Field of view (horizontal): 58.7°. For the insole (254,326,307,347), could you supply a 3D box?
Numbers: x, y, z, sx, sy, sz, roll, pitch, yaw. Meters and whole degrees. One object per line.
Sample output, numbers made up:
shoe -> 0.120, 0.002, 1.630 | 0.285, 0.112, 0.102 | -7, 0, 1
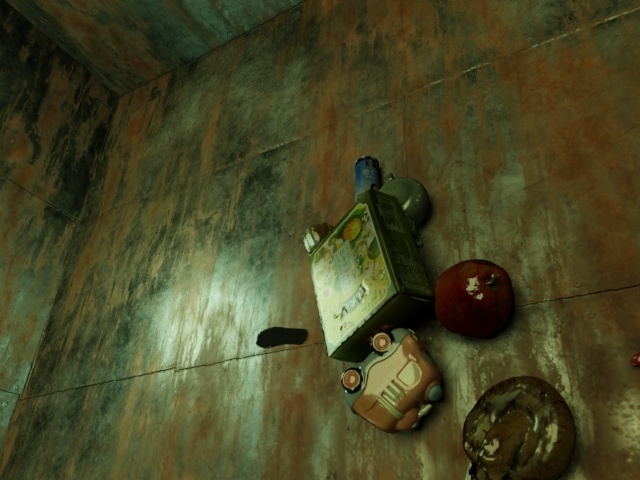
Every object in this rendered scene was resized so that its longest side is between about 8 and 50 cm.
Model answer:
insole -> -0.140, 0.341, 2.017 | 0.232, 0.003, 0.080 | -9, 57, 31

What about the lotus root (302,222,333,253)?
lotus root -> 0.003, 0.000, 2.069 | 0.122, 0.112, 0.081 | -57, 47, 36

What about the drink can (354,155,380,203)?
drink can -> 0.172, -0.193, 2.084 | 0.097, 0.097, 0.235 | -18, 51, 26

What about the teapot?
teapot -> 0.279, -0.119, 1.936 | 0.193, 0.129, 0.294 | -29, 46, 18

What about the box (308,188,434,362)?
box -> 0.136, 0.110, 1.781 | 0.373, 0.138, 0.420 | -48, 39, 36

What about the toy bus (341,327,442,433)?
toy bus -> 0.213, 0.402, 1.592 | 0.288, 0.194, 0.232 | -48, 53, -1

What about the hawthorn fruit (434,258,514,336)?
hawthorn fruit -> 0.426, 0.145, 1.554 | 0.224, 0.261, 0.224 | 0, 68, 0

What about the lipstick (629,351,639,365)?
lipstick -> 0.818, 0.245, 1.344 | 0.186, 0.057, 0.063 | -37, 46, 17

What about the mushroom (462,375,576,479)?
mushroom -> 0.461, 0.473, 1.350 | 0.283, 0.195, 0.263 | -41, 35, -17

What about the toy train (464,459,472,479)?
toy train -> 0.383, 0.593, 1.452 | 0.017, 0.017, 0.083 | 6, 66, 36
